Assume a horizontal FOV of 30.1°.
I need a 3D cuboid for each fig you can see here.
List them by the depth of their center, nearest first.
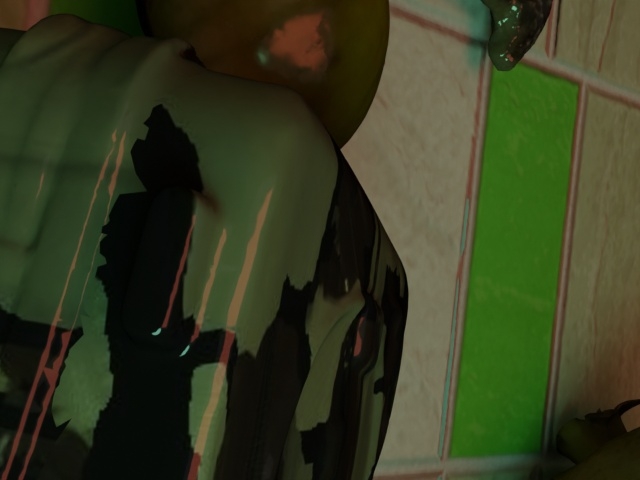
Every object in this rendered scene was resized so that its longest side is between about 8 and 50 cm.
[{"bbox_3d":[-0.028,-0.104,0.565,0.136,0.120,0.153,71,21,-78],"label":"fig"}]

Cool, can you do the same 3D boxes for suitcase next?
[{"bbox_3d":[-0.088,0.123,0.465,0.339,0.193,0.352,48,56,-71],"label":"suitcase"}]

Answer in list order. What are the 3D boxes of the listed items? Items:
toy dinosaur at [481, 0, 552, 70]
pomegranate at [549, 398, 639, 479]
[{"bbox_3d":[0.103,-0.254,0.737,0.162,0.077,0.294,-15,119,-50],"label":"toy dinosaur"},{"bbox_3d":[0.271,0.248,0.823,0.319,0.319,0.319,-6,98,-47],"label":"pomegranate"}]
